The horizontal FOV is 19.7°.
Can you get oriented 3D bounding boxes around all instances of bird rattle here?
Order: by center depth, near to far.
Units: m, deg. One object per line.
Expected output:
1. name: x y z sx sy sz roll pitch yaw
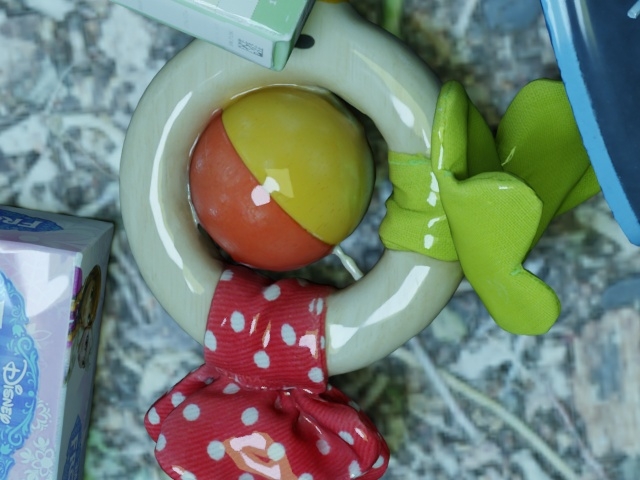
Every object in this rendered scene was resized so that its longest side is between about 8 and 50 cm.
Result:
1. bird rattle: 0.000 0.000 0.824 0.253 0.143 0.207 -40 83 28

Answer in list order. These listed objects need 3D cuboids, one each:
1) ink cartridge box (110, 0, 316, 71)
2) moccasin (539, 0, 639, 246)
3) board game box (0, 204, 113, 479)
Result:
1. ink cartridge box: -0.088 -0.193 0.766 0.235 0.056 0.171 23 79 1
2. moccasin: 0.131 -0.167 0.729 0.117 0.138 0.342 -12 102 12
3. board game box: -0.276 0.122 0.896 0.318 0.066 0.319 9 105 6
